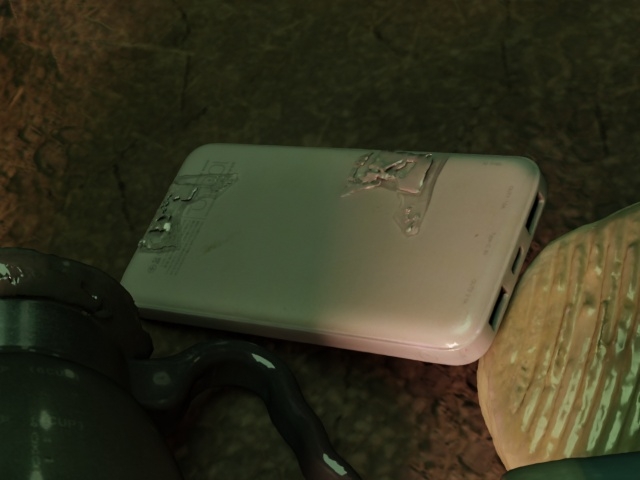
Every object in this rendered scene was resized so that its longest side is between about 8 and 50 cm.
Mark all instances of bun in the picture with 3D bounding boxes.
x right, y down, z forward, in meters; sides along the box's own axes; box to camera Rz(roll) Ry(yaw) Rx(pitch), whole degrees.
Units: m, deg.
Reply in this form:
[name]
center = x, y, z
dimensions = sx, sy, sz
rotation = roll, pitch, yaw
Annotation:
[bun]
center = 0.204, 0.080, 0.735
dimensions = 0.237, 0.116, 0.210
rotation = -16, 51, 35

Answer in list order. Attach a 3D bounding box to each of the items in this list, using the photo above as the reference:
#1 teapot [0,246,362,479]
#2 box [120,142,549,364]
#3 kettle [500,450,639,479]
[teapot]
center = -0.144, 0.121, 0.749
dimensions = 0.305, 0.223, 0.285
rotation = -19, 49, 5
[box]
center = 0.000, 0.000, 0.851
dimensions = 0.285, 0.044, 0.142
rotation = 6, 57, 35
[kettle]
center = 0.267, 0.232, 0.551
dimensions = 0.342, 0.320, 0.247
rotation = -8, 15, 4
